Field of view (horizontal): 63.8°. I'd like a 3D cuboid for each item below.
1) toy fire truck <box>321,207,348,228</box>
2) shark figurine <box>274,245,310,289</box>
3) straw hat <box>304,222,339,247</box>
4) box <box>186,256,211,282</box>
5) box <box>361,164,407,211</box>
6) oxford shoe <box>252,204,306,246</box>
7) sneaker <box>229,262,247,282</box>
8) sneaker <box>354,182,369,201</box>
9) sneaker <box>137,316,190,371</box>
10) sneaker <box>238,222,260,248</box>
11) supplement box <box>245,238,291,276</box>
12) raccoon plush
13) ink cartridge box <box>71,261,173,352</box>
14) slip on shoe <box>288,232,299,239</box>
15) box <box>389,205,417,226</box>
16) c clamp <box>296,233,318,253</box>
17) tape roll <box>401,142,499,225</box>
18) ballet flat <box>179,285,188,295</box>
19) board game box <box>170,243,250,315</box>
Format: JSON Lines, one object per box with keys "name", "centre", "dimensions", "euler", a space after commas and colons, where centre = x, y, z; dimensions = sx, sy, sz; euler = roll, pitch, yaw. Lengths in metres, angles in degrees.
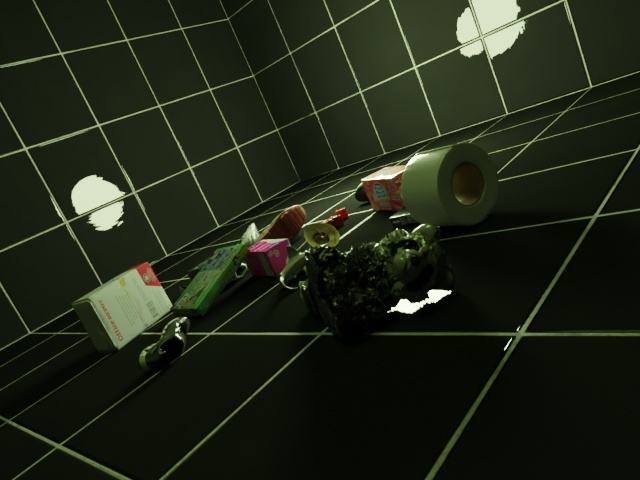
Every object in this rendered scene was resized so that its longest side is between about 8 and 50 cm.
{"name": "toy fire truck", "centre": [0.044, -0.082, 2.301], "dimensions": [0.192, 0.047, 0.135], "euler": [-27, 13, -8]}
{"name": "shark figurine", "centre": [-0.098, 0.079, 1.766], "dimensions": [0.166, 0.116, 0.278], "euler": [-14, 14, 42]}
{"name": "straw hat", "centre": [0.000, 0.000, 2.001], "dimensions": [0.144, 0.144, 0.061], "euler": [-33, -22, -36]}
{"name": "box", "centre": [-0.471, 0.131, 2.263], "dimensions": [0.158, 0.093, 0.156], "euler": [-14, 16, 34]}
{"name": "box", "centre": [0.310, -0.219, 2.138], "dimensions": [0.142, 0.154, 0.300], "euler": [-28, 14, -16]}
{"name": "oxford shoe", "centre": [-0.201, -0.043, 2.348], "dimensions": [0.130, 0.123, 0.348], "euler": [-15, 24, 51]}
{"name": "sneaker", "centre": [-0.354, 0.118, 2.162], "dimensions": [0.115, 0.090, 0.232], "euler": [-14, 24, 14]}
{"name": "sneaker", "centre": [0.273, -0.236, 2.398], "dimensions": [0.283, 0.107, 0.124], "euler": [-16, 21, 31]}
{"name": "sneaker", "centre": [-0.441, 0.306, 1.553], "dimensions": [0.106, 0.078, 0.234], "euler": [-15, 19, 25]}
{"name": "sneaker", "centre": [-0.372, -0.012, 2.637], "dimensions": [0.115, 0.105, 0.281], "euler": [-24, 13, 1]}
{"name": "supplement box", "centre": [-0.198, 0.067, 1.993], "dimensions": [0.111, 0.114, 0.220], "euler": [-31, 16, -30]}
{"name": "raccoon plush", "centre": [0.117, 0.066, 1.261], "dimensions": [0.299, 0.216, 0.446], "euler": [-19, 11, -13]}
{"name": "ink cartridge box", "centre": [-0.754, 0.253, 1.982], "dimensions": [0.131, 0.226, 0.306], "euler": [-16, 15, 35]}
{"name": "slip on shoe", "centre": [-0.163, -0.023, 2.436], "dimensions": [0.135, 0.051, 0.041], "euler": [-35, 21, -14]}
{"name": "box", "centre": [0.372, -0.115, 1.849], "dimensions": [0.191, 0.045, 0.184], "euler": [-11, 16, 46]}
{"name": "c clamp", "centre": [-0.057, 0.020, 2.090], "dimensions": [0.137, 0.022, 0.160], "euler": [-4, 34, 43]}
{"name": "tape roll", "centre": [0.392, -0.164, 1.562], "dimensions": [0.246, 0.246, 0.169], "euler": [-30, 13, -24]}
{"name": "ballet flat", "centre": [-0.535, 0.204, 2.183], "dimensions": [0.173, 0.049, 0.057], "euler": [-18, 15, 27]}
{"name": "board game box", "centre": [-0.419, 0.150, 1.959], "dimensions": [0.213, 0.046, 0.317], "euler": [-8, 40, 49]}
